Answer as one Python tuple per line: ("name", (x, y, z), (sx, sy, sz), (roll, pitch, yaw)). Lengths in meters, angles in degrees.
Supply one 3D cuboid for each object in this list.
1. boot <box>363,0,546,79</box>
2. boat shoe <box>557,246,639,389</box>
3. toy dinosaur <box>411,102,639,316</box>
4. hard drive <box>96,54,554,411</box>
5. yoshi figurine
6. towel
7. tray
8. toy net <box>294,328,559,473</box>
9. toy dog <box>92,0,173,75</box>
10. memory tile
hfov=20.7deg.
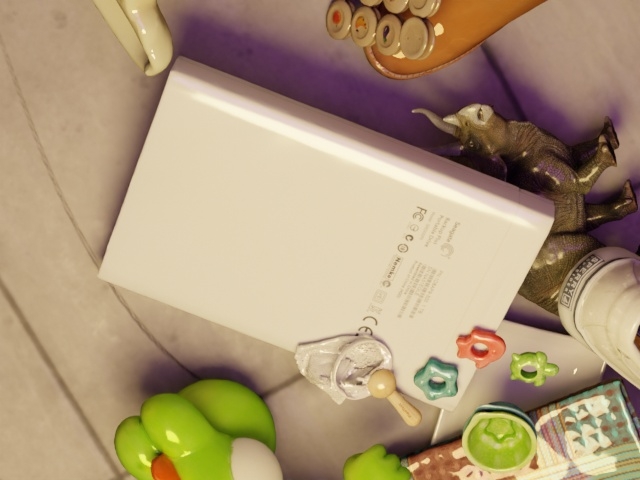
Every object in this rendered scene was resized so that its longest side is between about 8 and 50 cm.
("boot", (0.170, -0.225, 1.506), (0.283, 0.220, 0.109), (-28, 103, 0))
("boat shoe", (0.386, 0.126, 1.583), (0.367, 0.156, 0.136), (33, 93, -31))
("toy dinosaur", (0.211, -0.022, 1.621), (0.160, 0.121, 0.313), (-16, 117, 15))
("hard drive", (0.000, 0.000, 1.566), (0.353, 0.047, 0.233), (21, 122, -5))
("yoshi figurine", (-0.031, 0.255, 1.606), (0.362, 0.203, 0.203), (46, 74, -13))
("towel", (0.228, 0.342, 1.630), (0.271, 0.040, 0.370), (-22, 90, 13))
("tray", (0.173, 0.210, 1.689), (0.145, 0.030, 0.270), (14, 99, -7))
("toy net", (0.090, 0.129, 1.577), (0.232, 0.045, 0.122), (15, 124, 0))
("toy dog", (-0.045, -0.382, 1.422), (0.408, 0.284, 0.395), (-29, 64, -14))
("memory tile", (0.056, -0.222, 1.542), (0.012, 0.148, 0.113), (0, 105, -38))
